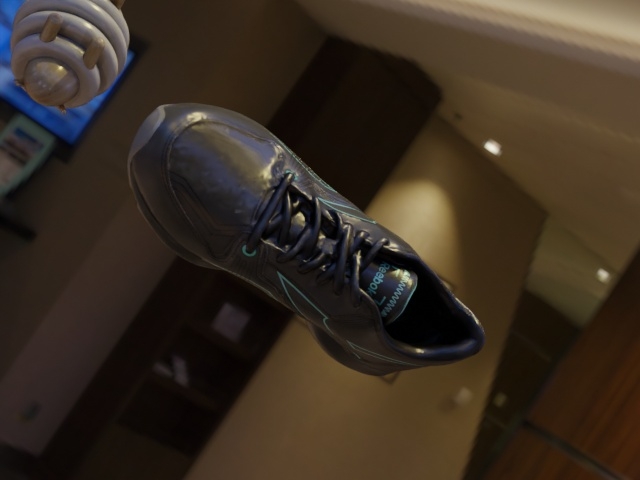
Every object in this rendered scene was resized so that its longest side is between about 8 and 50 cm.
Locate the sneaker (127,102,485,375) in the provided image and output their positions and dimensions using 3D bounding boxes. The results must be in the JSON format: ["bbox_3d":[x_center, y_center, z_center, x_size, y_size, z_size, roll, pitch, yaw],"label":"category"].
[{"bbox_3d":[0.000,0.000,0.803,0.267,0.101,0.106,36,-17,-33],"label":"sneaker"}]

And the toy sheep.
[{"bbox_3d":[-0.174,-0.144,0.910,0.091,0.132,0.091,11,-42,10],"label":"toy sheep"}]
